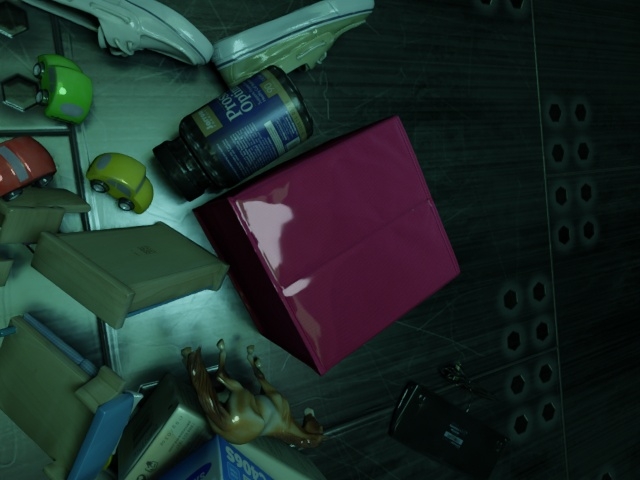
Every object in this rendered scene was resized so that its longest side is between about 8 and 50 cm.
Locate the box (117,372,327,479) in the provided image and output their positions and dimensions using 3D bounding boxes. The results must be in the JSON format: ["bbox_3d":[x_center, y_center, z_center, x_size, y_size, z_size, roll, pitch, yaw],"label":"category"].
[{"bbox_3d":[-0.135,0.348,0.667,0.311,0.148,0.121,41,75,-20],"label":"box"}]

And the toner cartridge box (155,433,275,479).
[{"bbox_3d":[-0.210,0.406,0.529,0.348,0.075,0.165,-37,118,-1],"label":"toner cartridge box"}]

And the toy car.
[{"bbox_3d":[-0.327,-0.151,0.574,0.239,0.053,0.224,3,70,-58],"label":"toy car"}]

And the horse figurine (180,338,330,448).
[{"bbox_3d":[-0.102,0.225,0.624,0.066,0.174,0.263,-38,148,9],"label":"horse figurine"}]

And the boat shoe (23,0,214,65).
[{"bbox_3d":[-0.285,-0.305,0.619,0.258,0.095,0.084,24,85,-14],"label":"boat shoe"}]

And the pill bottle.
[{"bbox_3d":[-0.130,-0.155,0.657,0.219,0.123,0.122,-34,105,-6],"label":"pill bottle"}]

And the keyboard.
[{"bbox_3d":[0.298,0.383,0.941,0.317,0.033,0.201,36,82,-23],"label":"keyboard"}]

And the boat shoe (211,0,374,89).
[{"bbox_3d":[-0.038,-0.334,0.737,0.302,0.109,0.094,-28,118,-14],"label":"boat shoe"}]

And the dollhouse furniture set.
[{"bbox_3d":[-0.326,0.119,0.608,0.287,0.198,0.303,31,105,15],"label":"dollhouse furniture set"}]

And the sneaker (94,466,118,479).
[{"bbox_3d":[-0.255,0.434,0.623,0.290,0.123,0.106,45,71,-21],"label":"sneaker"}]

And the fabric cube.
[{"bbox_3d":[0.000,0.000,0.664,0.258,0.254,0.259,-32,104,-22],"label":"fabric cube"}]
